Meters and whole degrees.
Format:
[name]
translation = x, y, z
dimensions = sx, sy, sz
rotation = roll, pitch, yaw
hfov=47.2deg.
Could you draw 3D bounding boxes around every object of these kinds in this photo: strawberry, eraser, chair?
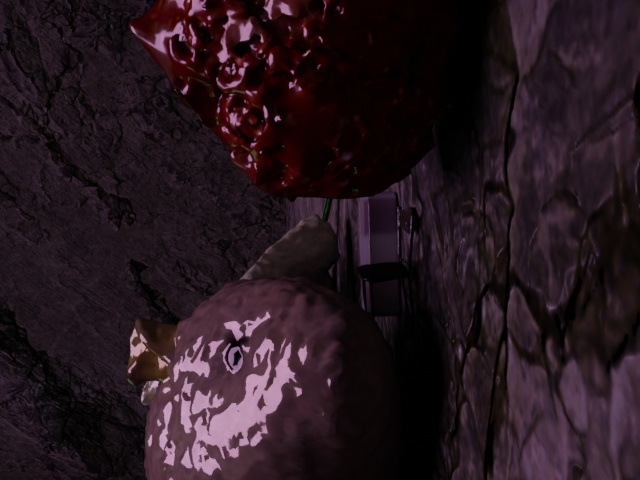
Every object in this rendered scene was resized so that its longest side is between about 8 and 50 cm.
[strawberry]
translation = 0.001, -0.128, 0.413
dimensions = 0.201, 0.184, 0.187
rotation = -51, 25, 35
[eraser]
translation = 0.050, 0.011, 0.629
dimensions = 0.065, 0.026, 0.105
rotation = -122, 31, -86
[chair]
translation = 0.049, 0.018, 0.544
dimensions = 0.037, 0.042, 0.086
rotation = -125, 33, -74

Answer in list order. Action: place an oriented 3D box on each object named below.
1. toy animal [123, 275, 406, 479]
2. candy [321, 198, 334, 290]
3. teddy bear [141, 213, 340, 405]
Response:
[toy animal]
translation = -0.044, 0.177, 0.599
dimensions = 0.226, 0.188, 0.358
rotation = 37, 121, 43
[candy]
translation = -0.002, 0.001, 1.062
dimensions = 0.073, 0.077, 0.262
rotation = -102, 19, -50
[teddy bear]
translation = -0.009, 0.220, 0.853
dimensions = 0.375, 0.362, 0.327
rotation = -41, -12, -43
